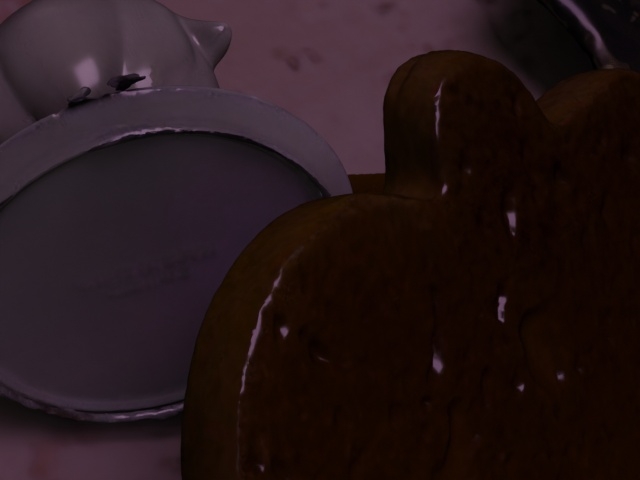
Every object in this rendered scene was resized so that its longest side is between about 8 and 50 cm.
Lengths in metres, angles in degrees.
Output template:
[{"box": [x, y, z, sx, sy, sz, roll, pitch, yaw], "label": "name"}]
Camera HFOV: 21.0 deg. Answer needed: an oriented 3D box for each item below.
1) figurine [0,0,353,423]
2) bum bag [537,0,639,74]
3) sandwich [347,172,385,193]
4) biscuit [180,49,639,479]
[{"box": [-0.069, -0.039, 0.541, 0.132, 0.132, 0.154, -2, 43, -21], "label": "figurine"}, {"box": [0.135, -0.145, 0.717, 0.102, 0.069, 0.248, 47, 41, -29], "label": "bum bag"}, {"box": [0.000, 0.000, 0.582, 0.044, 0.031, 0.083, 36, 51, 7], "label": "sandwich"}, {"box": [0.047, 0.036, 0.507, 0.236, 0.039, 0.180, -31, 107, -45], "label": "biscuit"}]
